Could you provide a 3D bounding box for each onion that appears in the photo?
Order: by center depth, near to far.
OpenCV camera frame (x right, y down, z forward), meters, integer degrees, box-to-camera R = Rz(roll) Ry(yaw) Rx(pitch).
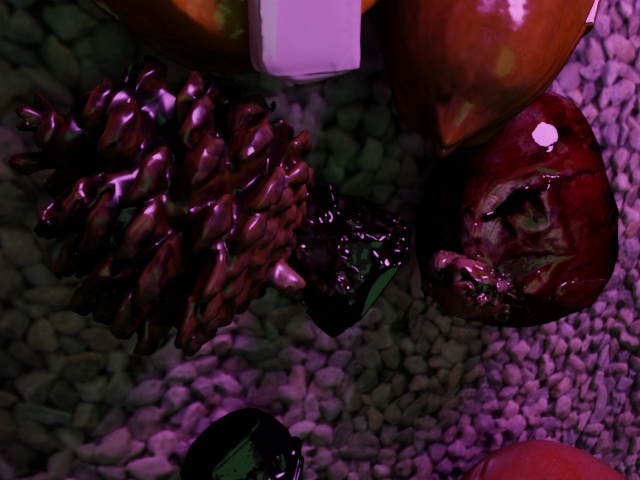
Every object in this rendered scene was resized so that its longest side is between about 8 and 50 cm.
[{"bbox_3d":[0.221,-0.035,0.714,0.281,0.221,0.281,-20,119,-41],"label":"onion"}]

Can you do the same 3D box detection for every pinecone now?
[{"bbox_3d":[-0.120,-0.039,0.539,0.243,0.243,0.257,-32,97,-13],"label":"pinecone"}]

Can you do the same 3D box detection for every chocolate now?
[{"bbox_3d":[0.000,0.000,0.676,0.133,0.156,0.156,39,88,-13],"label":"chocolate"}]

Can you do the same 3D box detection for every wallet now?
[{"bbox_3d":[-0.011,-0.208,0.457,0.095,0.033,0.190,-10,118,-24],"label":"wallet"}]

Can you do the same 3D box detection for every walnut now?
[{"bbox_3d":[0.149,-0.218,0.598,0.209,0.209,0.336,35,64,-31],"label":"walnut"}]

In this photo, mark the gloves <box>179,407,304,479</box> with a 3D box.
[{"bbox_3d":[-0.073,0.299,0.750,0.164,0.124,0.203,-32,112,7],"label":"gloves"}]

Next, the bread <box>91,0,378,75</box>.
[{"bbox_3d":[-0.067,-0.286,0.508,0.312,0.172,0.312,-10,114,-23],"label":"bread"}]

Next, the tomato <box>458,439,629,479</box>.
[{"bbox_3d":[0.297,0.442,0.893,0.341,0.273,0.341,-2,99,-15],"label":"tomato"}]
